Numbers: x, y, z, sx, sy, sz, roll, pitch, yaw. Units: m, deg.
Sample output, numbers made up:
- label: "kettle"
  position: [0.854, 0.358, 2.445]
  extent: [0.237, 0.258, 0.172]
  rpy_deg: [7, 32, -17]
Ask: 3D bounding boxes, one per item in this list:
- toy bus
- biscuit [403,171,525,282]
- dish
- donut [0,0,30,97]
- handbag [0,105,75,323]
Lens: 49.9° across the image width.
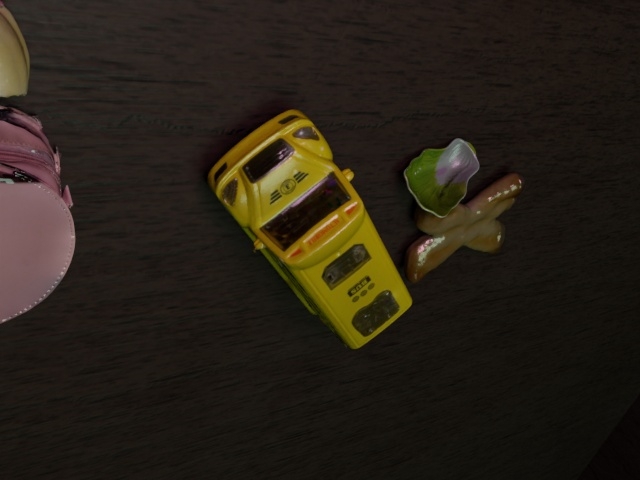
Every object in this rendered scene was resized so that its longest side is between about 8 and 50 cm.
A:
- label: "toy bus"
  position: [0.000, 0.000, 0.855]
  extent: [0.144, 0.152, 0.330]
  rpy_deg: [-38, 141, -4]
- label: "biscuit"
  position: [0.227, -0.025, 1.102]
  extent: [0.208, 0.047, 0.164]
  rpy_deg: [-15, 130, -28]
- label: "dish"
  position: [0.171, -0.092, 0.993]
  extent: [0.137, 0.091, 0.039]
  rpy_deg: [-41, -174, -27]
- label: "donut"
  position: [-0.307, -0.154, 0.529]
  extent: [0.166, 0.065, 0.108]
  rpy_deg: [-7, 128, -36]
- label: "handbag"
  position: [-0.319, -0.024, 0.597]
  extent: [0.205, 0.116, 0.179]
  rpy_deg: [-2, 126, -38]
